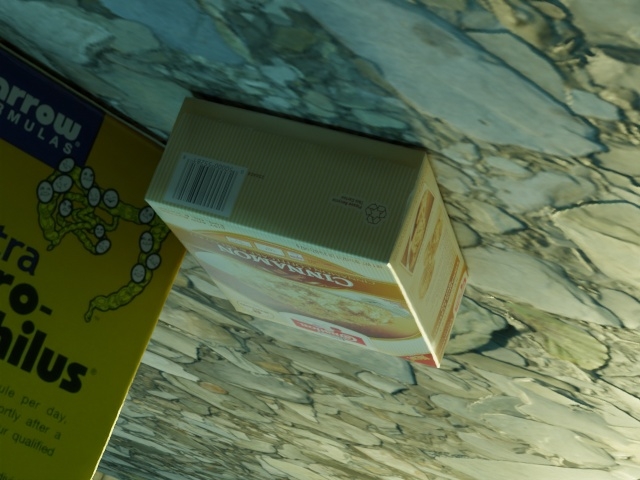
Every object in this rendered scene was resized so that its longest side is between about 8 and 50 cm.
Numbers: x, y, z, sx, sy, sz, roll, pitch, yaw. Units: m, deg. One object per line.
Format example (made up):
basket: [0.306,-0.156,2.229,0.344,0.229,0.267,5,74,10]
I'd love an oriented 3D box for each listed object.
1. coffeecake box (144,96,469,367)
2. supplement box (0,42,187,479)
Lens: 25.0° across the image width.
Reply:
coffeecake box: [0.000,0.000,0.837,0.142,0.068,0.185,14,163,19]
supplement box: [-0.248,0.079,0.875,0.195,0.357,0.194,32,161,-32]
